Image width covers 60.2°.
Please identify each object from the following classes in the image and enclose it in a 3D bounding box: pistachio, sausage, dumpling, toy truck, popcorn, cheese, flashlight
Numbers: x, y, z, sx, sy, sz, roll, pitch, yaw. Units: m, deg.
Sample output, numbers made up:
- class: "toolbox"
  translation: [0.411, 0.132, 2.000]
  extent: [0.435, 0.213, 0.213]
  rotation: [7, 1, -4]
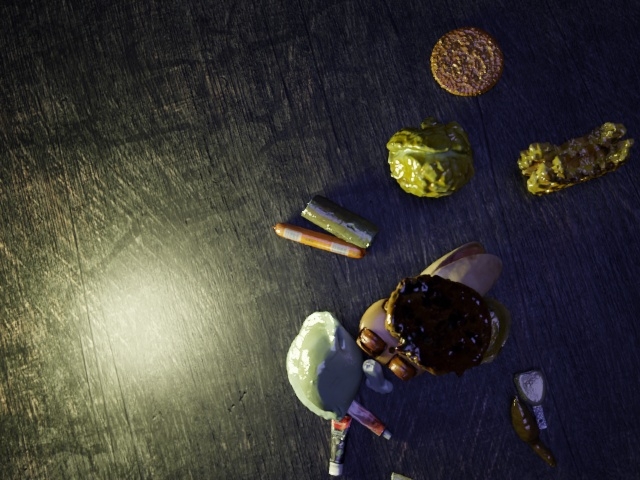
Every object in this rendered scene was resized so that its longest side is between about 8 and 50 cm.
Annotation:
- class: "pistachio"
  translation: [0.436, 0.124, 1.787]
  extent: [0.299, 0.187, 0.187]
  rotation: [-36, 82, -6]
- class: "sausage"
  translation: [0.000, 0.000, 1.909]
  extent: [0.348, 0.053, 0.053]
  rotation: [16, 87, 7]
- class: "dumpling"
  translation: [0.009, 0.404, 1.796]
  extent: [0.270, 0.212, 0.320]
  rotation: [21, 78, 10]
- class: "toy truck"
  translation: [0.259, 0.316, 1.778]
  extent: [0.288, 0.211, 0.204]
  rotation: [39, 89, 4]
- class: "popcorn"
  translation: [0.350, -0.268, 1.795]
  extent: [0.247, 0.282, 0.282]
  rotation: [-38, 81, -30]
- class: "cheese"
  translation: [0.698, 0.517, 1.801]
  extent: [0.097, 0.037, 0.192]
  rotation: [-14, 83, 5]
- class: "flashlight"
  translation: [0.179, 0.438, 1.788]
  extent: [0.093, 0.200, 0.047]
  rotation: [10, 57, 25]

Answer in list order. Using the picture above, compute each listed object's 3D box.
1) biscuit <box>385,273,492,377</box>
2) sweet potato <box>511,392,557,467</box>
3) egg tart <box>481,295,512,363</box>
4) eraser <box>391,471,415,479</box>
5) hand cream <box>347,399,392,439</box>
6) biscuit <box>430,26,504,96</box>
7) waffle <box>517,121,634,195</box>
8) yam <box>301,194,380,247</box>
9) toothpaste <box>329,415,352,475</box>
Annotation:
- class: "biscuit"
  translation: [0.348, 0.250, 1.644]
  extent: [0.334, 0.081, 0.289]
  rotation: [25, 72, -6]
- class: "sweet potato"
  translation: [0.672, 0.618, 1.779]
  extent: [0.075, 0.075, 0.269]
  rotation: [-30, 91, 2]
- class: "egg tart"
  translation: [0.515, 0.291, 1.815]
  extent: [0.252, 0.098, 0.231]
  rotation: [-33, 79, 6]
- class: "eraser"
  translation: [0.276, 0.790, 1.819]
  extent: [0.083, 0.038, 0.019]
  rotation: [18, 85, 8]
- class: "hand cream"
  translation: [0.149, 0.590, 1.855]
  extent: [0.216, 0.038, 0.052]
  rotation: [35, 62, 11]
- class: "biscuit"
  translation: [0.511, -0.624, 1.922]
  extent: [0.254, 0.035, 0.253]
  rotation: [-1, 84, 6]
- class: "waffle"
  translation: [0.797, -0.252, 1.748]
  extent: [0.324, 0.261, 0.151]
  rotation: [-14, 76, 2]
- class: "yam"
  translation: [0.070, -0.063, 1.882]
  extent: [0.259, 0.106, 0.106]
  rotation: [30, 89, 7]
- class: "toothpaste"
  translation: [0.059, 0.680, 1.850]
  extent: [0.071, 0.045, 0.193]
  rotation: [5, 82, 22]
